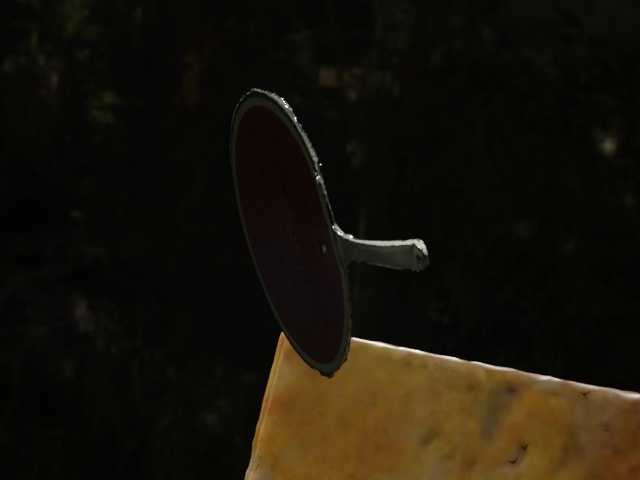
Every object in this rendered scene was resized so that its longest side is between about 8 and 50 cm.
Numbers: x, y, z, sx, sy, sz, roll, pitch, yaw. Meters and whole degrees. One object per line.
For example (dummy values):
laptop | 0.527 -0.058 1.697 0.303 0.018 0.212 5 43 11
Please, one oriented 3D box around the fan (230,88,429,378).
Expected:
fan | 0.000 0.000 0.422 0.005 0.085 0.133 -16 10 -19

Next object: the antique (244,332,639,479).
antique | 0.133 0.102 0.498 0.310 0.087 0.093 11 -11 18
